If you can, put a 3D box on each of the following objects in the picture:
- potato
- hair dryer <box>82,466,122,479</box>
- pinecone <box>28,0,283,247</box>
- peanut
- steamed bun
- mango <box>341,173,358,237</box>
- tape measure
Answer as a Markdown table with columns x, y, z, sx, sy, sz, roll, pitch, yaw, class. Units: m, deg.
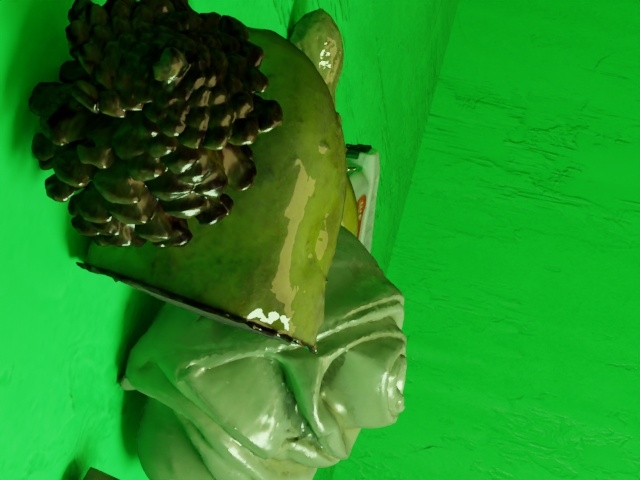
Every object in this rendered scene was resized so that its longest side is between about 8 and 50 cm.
| x | y | z | sx | sy | sz | roll | pitch | yaw | class |
| --- | --- | --- | --- | --- | --- | --- | --- | --- | --- |
| -0.079 | -0.058 | 1.036 | 0.229 | 0.229 | 0.266 | 33 | 74 | -79 | potato |
| -0.206 | 0.306 | 1.146 | 0.181 | 0.117 | 0.064 | -60 | -175 | 42 | hair dryer |
| -0.126 | -0.085 | 0.862 | 0.150 | 0.179 | 0.195 | -124 | -133 | -61 | pinecone |
| -0.014 | -0.214 | 1.553 | 0.089 | 0.089 | 0.192 | -27 | 125 | -77 | peanut |
| -0.034 | 0.145 | 1.249 | 0.324 | 0.219 | 0.309 | -39 | 141 | -33 | steamed bun |
| -0.019 | -0.068 | 1.524 | 0.114 | 0.156 | 0.251 | -21 | 129 | -24 | mango |
| 0.000 | 0.000 | 1.776 | 0.265 | 0.130 | 0.258 | -46 | 145 | -61 | tape measure |
